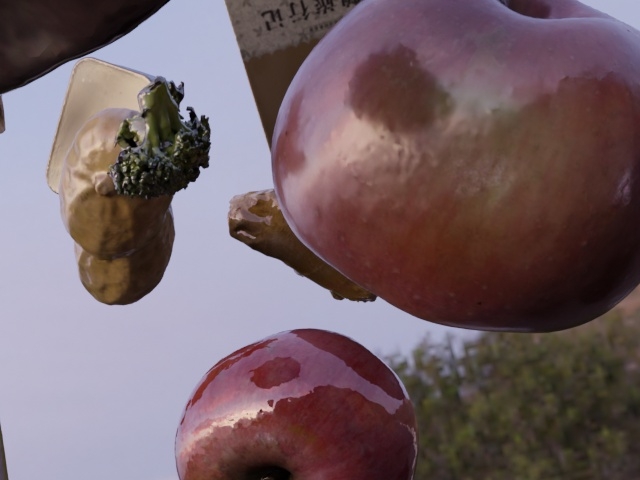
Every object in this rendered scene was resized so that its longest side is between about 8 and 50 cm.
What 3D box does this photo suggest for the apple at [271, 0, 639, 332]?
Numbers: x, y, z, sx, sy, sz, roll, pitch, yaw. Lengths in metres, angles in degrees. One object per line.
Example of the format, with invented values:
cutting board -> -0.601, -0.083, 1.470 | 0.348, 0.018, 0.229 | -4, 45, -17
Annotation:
apple -> 0.114, -0.072, 1.102 | 0.305, 0.235, 0.306 | 13, 23, -6

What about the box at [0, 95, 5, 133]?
box -> -0.465, -0.168, 1.424 | 0.332, 0.173, 0.145 | -15, -35, -2

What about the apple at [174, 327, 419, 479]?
apple -> -0.010, 0.128, 0.962 | 0.153, 0.153, 0.120 | -19, 15, 26

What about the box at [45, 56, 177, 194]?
box -> -0.289, -0.147, 2.150 | 0.144, 0.201, 0.090 | 19, 9, 23

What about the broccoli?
broccoli -> -0.121, -0.075, 1.124 | 0.097, 0.092, 0.095 | -28, 29, -21

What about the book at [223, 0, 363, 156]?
book -> 0.016, -0.230, 1.684 | 0.216, 0.310, 0.021 | -17, 10, 1

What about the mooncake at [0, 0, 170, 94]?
mooncake -> -0.165, -0.231, 0.858 | 0.306, 0.306, 0.154 | -21, -49, 33

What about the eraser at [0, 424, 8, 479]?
eraser -> -0.463, 0.263, 1.900 | 0.069, 0.158, 0.226 | -12, 16, -35

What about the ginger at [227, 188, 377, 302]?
ginger -> 0.005, 0.007, 1.531 | 0.205, 0.081, 0.115 | 21, -7, 5

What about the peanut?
peanut -> -0.184, -0.025, 1.396 | 0.117, 0.101, 0.263 | -47, -14, -22
